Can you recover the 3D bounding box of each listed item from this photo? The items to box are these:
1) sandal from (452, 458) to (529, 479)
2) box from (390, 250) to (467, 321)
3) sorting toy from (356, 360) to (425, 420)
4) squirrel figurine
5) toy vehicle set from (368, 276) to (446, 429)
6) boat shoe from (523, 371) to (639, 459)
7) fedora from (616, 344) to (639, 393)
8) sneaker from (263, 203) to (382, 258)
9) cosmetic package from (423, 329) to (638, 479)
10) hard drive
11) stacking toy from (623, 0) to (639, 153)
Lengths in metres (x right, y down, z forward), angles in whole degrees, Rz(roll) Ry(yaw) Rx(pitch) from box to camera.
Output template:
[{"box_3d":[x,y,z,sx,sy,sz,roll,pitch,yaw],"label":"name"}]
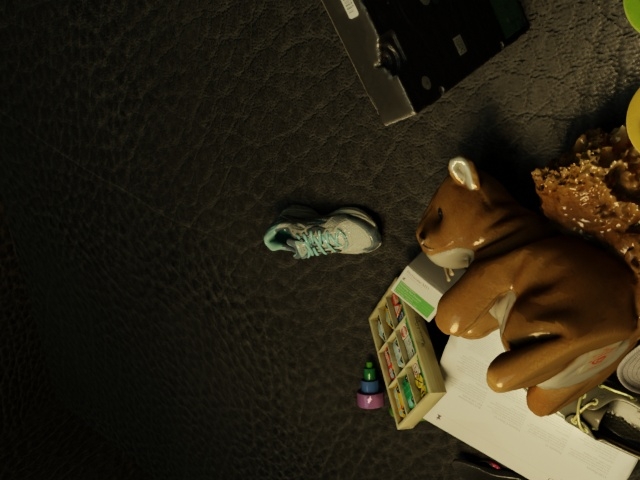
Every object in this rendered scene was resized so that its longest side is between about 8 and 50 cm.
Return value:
[{"box_3d":[0.393,0.534,1.566,0.179,0.040,0.067,8,132,20],"label":"sandal"},{"box_3d":[0.214,0.080,1.323,0.101,0.102,0.087,40,137,13],"label":"box"},{"box_3d":[0.234,0.329,1.516,0.365,0.127,0.126,1,97,39],"label":"sorting toy"},{"box_3d":[0.341,0.009,1.037,0.397,0.281,0.370,-40,54,20],"label":"squirrel figurine"},{"box_3d":[0.172,0.229,1.397,0.166,0.035,0.267,115,150,-46],"label":"toy vehicle set"},{"box_3d":[0.465,0.274,1.103,0.305,0.091,0.109,21,113,27],"label":"boat shoe"},{"box_3d":[0.580,0.207,0.964,0.244,0.275,0.124,-54,37,42],"label":"fedora"},{"box_3d":[0.000,0.000,1.439,0.283,0.122,0.110,4,123,40],"label":"sneaker"},{"box_3d":[0.404,0.292,1.261,0.377,0.097,0.285,26,114,25],"label":"cosmetic package"},{"box_3d":[0.141,-0.325,0.899,0.064,0.339,0.237,-12,112,48],"label":"hard drive"},{"box_3d":[0.532,-0.251,0.822,0.309,0.130,0.280,-15,83,44],"label":"stacking toy"}]
